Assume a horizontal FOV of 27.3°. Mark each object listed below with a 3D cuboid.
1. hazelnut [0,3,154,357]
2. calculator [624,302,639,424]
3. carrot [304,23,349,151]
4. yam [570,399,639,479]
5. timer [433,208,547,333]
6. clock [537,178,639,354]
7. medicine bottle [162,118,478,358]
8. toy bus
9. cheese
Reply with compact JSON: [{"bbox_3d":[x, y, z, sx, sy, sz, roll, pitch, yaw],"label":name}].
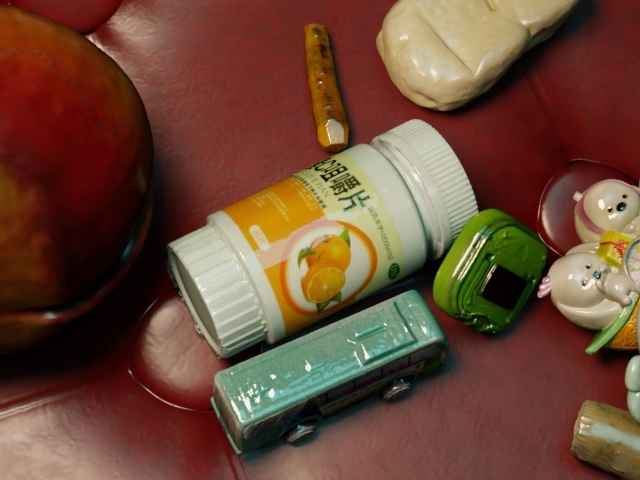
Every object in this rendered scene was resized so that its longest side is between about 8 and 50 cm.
[{"bbox_3d":[-0.388,-0.073,1.330,0.429,0.402,0.402,-8,68,5],"label":"hazelnut"},{"bbox_3d":[0.421,0.088,1.443,0.295,0.042,0.184,-38,120,-27],"label":"calculator"},{"bbox_3d":[0.006,-0.186,1.586,0.042,0.042,0.170,-5,66,-6],"label":"carrot"},{"bbox_3d":[0.447,0.267,1.409,0.372,0.083,0.083,23,68,8],"label":"yam"},{"bbox_3d":[0.189,0.037,1.449,0.047,0.140,0.128,32,92,42],"label":"timer"},{"bbox_3d":[0.335,0.022,1.489,0.144,0.103,0.231,26,69,-3],"label":"clock"},{"bbox_3d":[0.000,0.000,1.443,0.318,0.158,0.158,-27,72,-14],"label":"medicine bottle"},{"bbox_3d":[0.013,0.141,1.417,0.262,0.109,0.091,-24,65,-14],"label":"toy bus"},{"bbox_3d":[0.190,-0.269,1.605,0.263,0.093,0.159,-39,72,-16],"label":"cheese"}]
